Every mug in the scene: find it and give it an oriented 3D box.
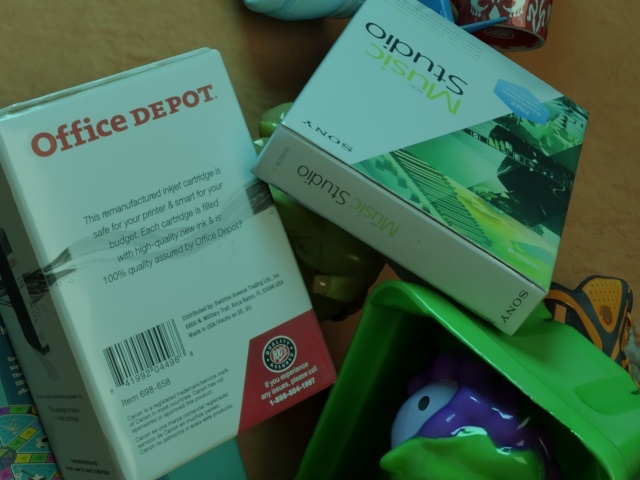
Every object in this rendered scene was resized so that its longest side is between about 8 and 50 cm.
[{"bbox_3d":[0.180,-0.291,1.355,0.113,0.150,0.169,27,69,-70],"label":"mug"}]

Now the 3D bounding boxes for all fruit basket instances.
[{"bbox_3d":[0.068,0.245,0.982,0.392,0.283,0.392,-32,147,-25],"label":"fruit basket"}]

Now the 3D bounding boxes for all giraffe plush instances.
[{"bbox_3d":[0.000,0.000,1.140,0.181,0.170,0.210,-18,71,-30],"label":"giraffe plush"}]

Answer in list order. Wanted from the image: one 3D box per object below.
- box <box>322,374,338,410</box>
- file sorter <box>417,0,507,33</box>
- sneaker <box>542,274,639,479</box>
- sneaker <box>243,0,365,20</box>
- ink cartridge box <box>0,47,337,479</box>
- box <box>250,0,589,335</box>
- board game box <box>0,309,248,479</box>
[{"bbox_3d":[0.045,0.194,1.224,0.094,0.027,0.137,6,81,-34],"label":"box"},{"bbox_3d":[0.097,-0.273,1.266,0.104,0.118,0.170,-18,95,-39],"label":"file sorter"},{"bbox_3d":[0.312,0.146,1.369,0.321,0.125,0.180,48,41,-40],"label":"sneaker"},{"bbox_3d":[-0.046,-0.375,1.161,0.150,0.135,0.366,-17,94,-41],"label":"sneaker"},{"bbox_3d":[-0.132,0.018,0.963,0.197,0.114,0.272,-24,99,-36],"label":"ink cartridge box"},{"bbox_3d":[0.098,-0.084,1.069,0.232,0.058,0.322,32,35,-3],"label":"box"},{"bbox_3d":[-0.203,0.132,1.018,0.254,0.079,0.336,-19,95,-37],"label":"board game box"}]
